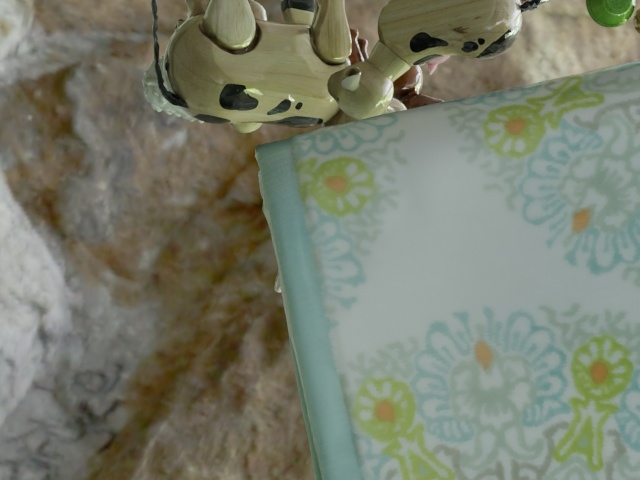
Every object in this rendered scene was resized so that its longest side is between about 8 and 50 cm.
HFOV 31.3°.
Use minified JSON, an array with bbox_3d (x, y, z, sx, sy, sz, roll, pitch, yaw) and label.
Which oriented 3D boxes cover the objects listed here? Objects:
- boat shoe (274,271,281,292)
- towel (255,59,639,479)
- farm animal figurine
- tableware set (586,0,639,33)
[{"bbox_3d":[0.000,0.000,1.749,0.065,0.206,0.075,28,-172,-17],"label":"boat shoe"},{"bbox_3d":[0.140,0.079,0.809,0.320,0.090,0.375,-11,-97,-2],"label":"towel"},{"bbox_3d":[0.012,-0.146,0.985,0.326,0.330,0.172,2,-101,-9],"label":"farm animal figurine"},{"bbox_3d":[0.250,-0.220,0.822,0.104,0.154,0.024,15,-179,-11],"label":"tableware set"}]
